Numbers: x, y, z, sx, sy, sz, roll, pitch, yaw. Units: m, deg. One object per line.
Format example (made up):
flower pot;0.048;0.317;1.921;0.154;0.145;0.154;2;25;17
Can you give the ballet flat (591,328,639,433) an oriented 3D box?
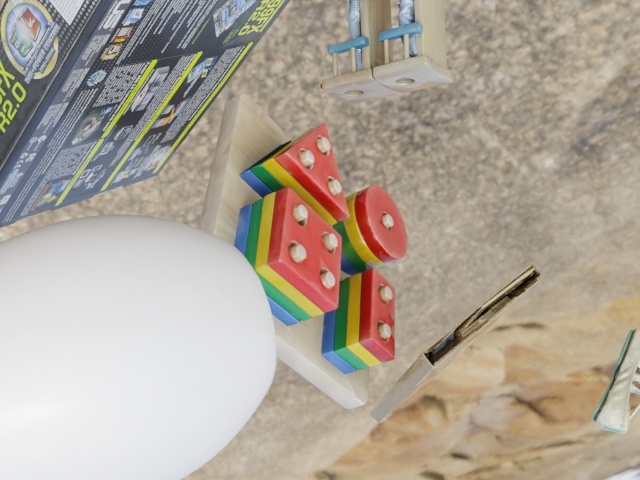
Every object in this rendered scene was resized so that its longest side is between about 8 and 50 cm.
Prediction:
ballet flat;0.414;0.192;1.144;0.168;0.052;0.057;-53;155;-32

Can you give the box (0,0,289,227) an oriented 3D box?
box;-0.143;-0.126;0.617;0.270;0.060;0.216;-45;171;35

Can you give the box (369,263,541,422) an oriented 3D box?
box;0.139;0.115;0.912;0.164;0.021;0.201;-34;166;-26

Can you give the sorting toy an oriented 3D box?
sorting toy;0.000;0.000;0.887;0.089;0.255;0.257;-23;133;29

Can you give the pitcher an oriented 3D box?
pitcher;-0.137;0.071;0.375;0.207;0.125;0.178;-14;160;-35

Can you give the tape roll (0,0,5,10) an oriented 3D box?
tape roll;-0.528;-0.334;1.121;0.392;0.391;0.072;5;161;-44

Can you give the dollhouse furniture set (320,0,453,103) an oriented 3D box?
dollhouse furniture set;0.033;-0.232;0.855;0.129;0.129;0.184;-8;169;33
